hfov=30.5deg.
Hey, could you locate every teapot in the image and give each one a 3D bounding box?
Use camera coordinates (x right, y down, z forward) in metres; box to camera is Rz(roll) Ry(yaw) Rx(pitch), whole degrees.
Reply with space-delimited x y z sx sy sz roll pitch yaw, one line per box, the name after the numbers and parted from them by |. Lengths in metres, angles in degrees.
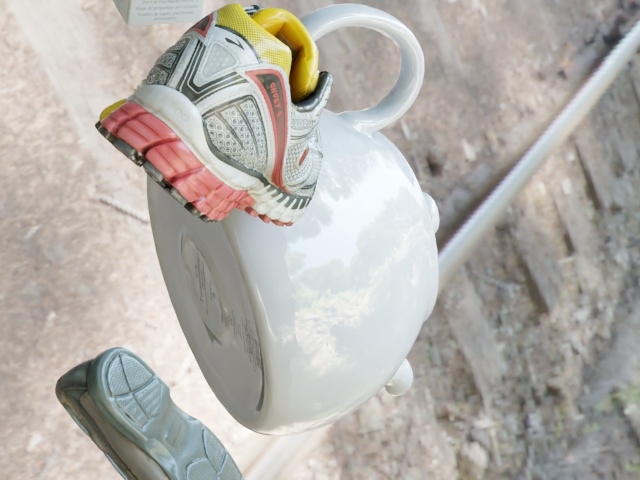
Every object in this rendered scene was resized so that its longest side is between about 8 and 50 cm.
0.000 0.000 0.827 0.187 0.256 0.253 -19 84 -20 | teapot

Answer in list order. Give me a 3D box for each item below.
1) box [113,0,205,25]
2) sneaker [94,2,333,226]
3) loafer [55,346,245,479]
-0.179 -0.294 0.974 0.067 0.063 0.324 -8 46 -26 | box
-0.027 -0.063 0.587 0.088 0.093 0.225 41 8 3 | sneaker
-0.161 0.218 1.179 0.267 0.084 0.096 57 35 -21 | loafer
